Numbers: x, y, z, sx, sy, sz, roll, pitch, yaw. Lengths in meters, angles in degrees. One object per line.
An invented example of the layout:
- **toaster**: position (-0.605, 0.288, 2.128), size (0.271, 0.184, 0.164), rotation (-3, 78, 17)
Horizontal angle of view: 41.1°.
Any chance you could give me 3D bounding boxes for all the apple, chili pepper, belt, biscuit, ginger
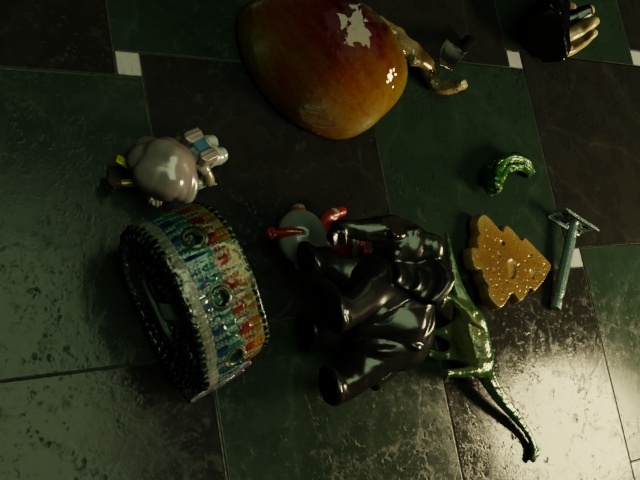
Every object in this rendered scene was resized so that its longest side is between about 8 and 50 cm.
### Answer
- **apple**: position (0.002, -0.344, 1.635), size (0.346, 0.179, 0.254), rotation (35, 97, -19)
- **chili pepper**: position (0.418, -0.155, 1.914), size (0.182, 0.050, 0.073), rotation (-24, 82, -39)
- **belt**: position (-0.184, 0.087, 1.340), size (0.160, 0.206, 0.295), rotation (-27, 92, -34)
- **biscuit**: position (0.401, 0.052, 1.843), size (0.238, 0.041, 0.212), rotation (7, 66, -32)
- **ginger**: position (0.191, -0.395, 1.826), size (0.288, 0.075, 0.089), rotation (35, 47, -16)

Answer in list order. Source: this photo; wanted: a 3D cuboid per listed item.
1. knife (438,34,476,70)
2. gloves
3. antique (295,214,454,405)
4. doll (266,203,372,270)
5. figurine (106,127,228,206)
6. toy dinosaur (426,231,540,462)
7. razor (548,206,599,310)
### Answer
- **knife**: position (0.293, -0.418, 1.884), size (0.060, 0.028, 0.230), rotation (39, 36, -1)
- **gloves**: position (0.580, -0.542, 2.083), size (0.301, 0.152, 0.197), rotation (-30, 114, -42)
- **antique**: position (0.098, 0.109, 1.518), size (0.255, 0.185, 0.322), rotation (-10, 109, -27)
- **doll**: position (0.000, 0.000, 1.573), size (0.245, 0.076, 0.142), rotation (6, 71, -36)
- **figurine**: position (-0.243, -0.125, 1.434), size (0.229, 0.112, 0.137), rotation (-30, 88, -46)
- **toy dinosaur**: position (0.343, 0.216, 1.725), size (0.300, 0.087, 0.447), rotation (10, 76, -30)
- **razor**: position (0.554, 0.049, 1.941), size (0.106, 0.068, 0.232), rotation (28, 68, -22)
